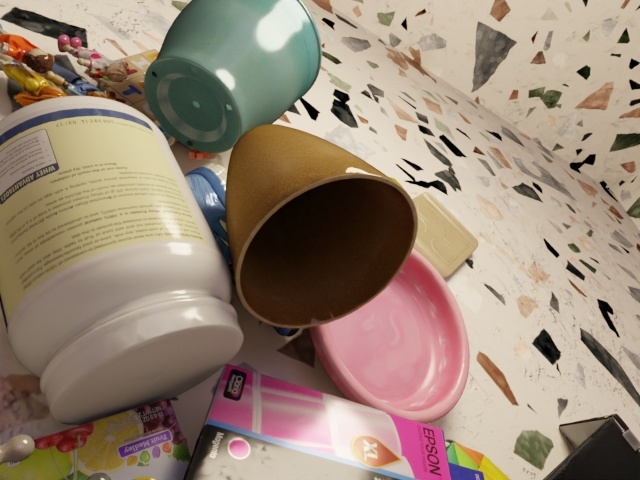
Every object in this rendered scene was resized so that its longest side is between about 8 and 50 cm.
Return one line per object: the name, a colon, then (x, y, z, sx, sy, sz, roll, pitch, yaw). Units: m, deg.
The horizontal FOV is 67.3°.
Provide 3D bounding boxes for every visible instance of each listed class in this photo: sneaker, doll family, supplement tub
sneaker: (-0.149, 0.026, 0.764, 0.147, 0.129, 0.330, -28, 68, -37)
doll family: (-0.451, -0.280, 0.836, 0.163, 0.118, 0.263, 33, 22, 10)
supplement tub: (-0.248, 0.017, 0.569, 0.236, 0.235, 0.324, -5, 54, -44)

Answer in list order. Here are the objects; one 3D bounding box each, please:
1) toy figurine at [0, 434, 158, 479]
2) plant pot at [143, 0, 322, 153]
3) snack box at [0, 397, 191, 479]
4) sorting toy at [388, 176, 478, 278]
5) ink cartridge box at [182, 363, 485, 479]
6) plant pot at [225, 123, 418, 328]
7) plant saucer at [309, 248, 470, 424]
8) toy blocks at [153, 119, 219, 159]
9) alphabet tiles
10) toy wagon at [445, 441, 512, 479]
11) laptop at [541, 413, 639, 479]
toy figurine: (-0.229, 0.235, 0.313, 0.213, 0.148, 0.209, 32, 39, -7)
plant pot: (-0.167, -0.302, 0.866, 0.272, 0.271, 0.255, 33, 51, -8)
snack box: (-0.201, 0.282, 0.465, 0.175, 0.070, 0.207, -6, 57, -45)
sorting toy: (0.256, -0.052, 1.250, 0.307, 0.041, 0.229, 47, 41, 12)
ink cartridge box: (0.043, 0.268, 0.530, 0.371, 0.069, 0.175, 21, 28, -7)
plant pot: (-0.036, -0.051, 0.664, 0.237, 0.237, 0.254, 8, 32, -35)
plant saucer: (0.109, 0.147, 0.824, 0.333, 0.084, 0.331, 19, 53, -27)
toy blocks: (-0.256, -0.194, 0.925, 0.123, 0.054, 0.148, 37, 36, -3)
alphabet tiles: (-0.315, -0.309, 1.051, 0.285, 0.011, 0.342, 37, 36, -3)
toy wagon: (0.215, 0.376, 0.653, 0.344, 0.068, 0.267, 41, 16, 21)
laptop: (0.480, 0.503, 0.740, 0.237, 0.407, 0.381, -29, 66, -6)
